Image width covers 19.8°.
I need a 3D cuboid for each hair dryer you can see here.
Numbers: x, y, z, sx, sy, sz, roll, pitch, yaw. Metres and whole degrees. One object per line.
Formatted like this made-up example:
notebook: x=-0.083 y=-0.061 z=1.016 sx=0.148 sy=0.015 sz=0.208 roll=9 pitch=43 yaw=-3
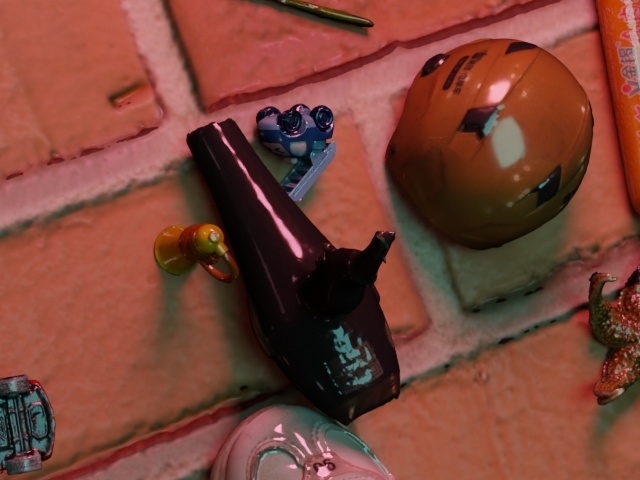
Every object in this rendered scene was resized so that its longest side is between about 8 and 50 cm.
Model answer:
hair dryer: x=0.000 y=0.000 z=1.549 sx=0.120 sy=0.359 sz=0.304 roll=-25 pitch=85 yaw=-16

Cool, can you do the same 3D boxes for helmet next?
helmet: x=0.182 y=-0.101 z=1.759 sx=0.198 sy=0.130 sz=0.224 roll=44 pitch=68 yaw=-15

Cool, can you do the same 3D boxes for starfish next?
starfish: x=0.321 y=0.077 z=1.822 sx=0.146 sy=0.074 sz=0.190 roll=12 pitch=79 yaw=-22

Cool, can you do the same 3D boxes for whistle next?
whistle: x=-0.109 y=0.013 z=1.634 sx=0.046 sy=0.109 sz=0.057 roll=-11 pitch=93 yaw=-24

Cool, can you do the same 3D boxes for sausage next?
sausage: x=0.318 y=-0.179 z=1.864 sx=0.053 sy=0.053 sz=0.348 roll=-8 pitch=87 yaw=-23

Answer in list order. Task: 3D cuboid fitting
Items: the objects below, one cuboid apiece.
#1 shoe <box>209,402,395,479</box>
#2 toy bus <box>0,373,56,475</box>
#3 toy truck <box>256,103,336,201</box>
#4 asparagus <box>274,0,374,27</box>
shoe: x=0.051 y=0.286 z=1.600 sx=0.172 sy=0.198 sz=0.351 roll=-29 pitch=82 yaw=-27
toy bus: x=-0.323 y=0.167 z=1.533 sx=0.195 sy=0.089 sz=0.081 roll=-9 pitch=88 yaw=-23
toy truck: x=-0.022 y=-0.082 z=1.713 sx=0.073 sy=0.056 sz=0.090 roll=-7 pitch=99 yaw=-31
asparagus: x=-0.024 y=-0.228 z=1.749 sx=0.166 sy=0.013 sz=0.016 roll=13 pitch=120 yaw=-20
